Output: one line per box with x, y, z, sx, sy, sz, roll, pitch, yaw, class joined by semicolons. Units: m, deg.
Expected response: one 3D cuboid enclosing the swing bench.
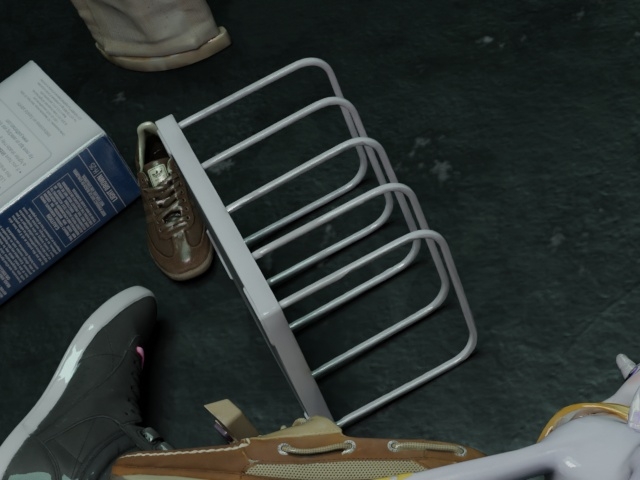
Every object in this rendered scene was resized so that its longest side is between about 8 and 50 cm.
-0.231;-0.345;1.938;0.165;0.253;0.254;-20;46;8;swing bench

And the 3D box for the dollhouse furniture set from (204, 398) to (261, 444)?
-0.097;0.181;1.531;0.081;0.114;0.091;-45;51;-9;dollhouse furniture set

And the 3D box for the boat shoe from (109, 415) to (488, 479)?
-0.008;0.210;1.454;0.324;0.122;0.120;6;45;8;boat shoe

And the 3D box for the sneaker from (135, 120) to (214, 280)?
-0.158;-0.041;1.773;0.066;0.071;0.188;-24;46;4;sneaker

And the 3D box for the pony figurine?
0.248;0.163;1.271;0.363;0.302;0.351;-26;18;-33;pony figurine

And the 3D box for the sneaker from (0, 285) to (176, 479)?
-0.177;0.167;1.601;0.147;0.104;0.295;19;45;11;sneaker

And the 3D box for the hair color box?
-0.375;-0.015;1.826;0.347;0.105;0.174;-38;47;-10;hair color box

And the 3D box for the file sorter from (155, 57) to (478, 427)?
0.000;0.000;1.588;0.173;0.193;0.277;-27;46;-4;file sorter
